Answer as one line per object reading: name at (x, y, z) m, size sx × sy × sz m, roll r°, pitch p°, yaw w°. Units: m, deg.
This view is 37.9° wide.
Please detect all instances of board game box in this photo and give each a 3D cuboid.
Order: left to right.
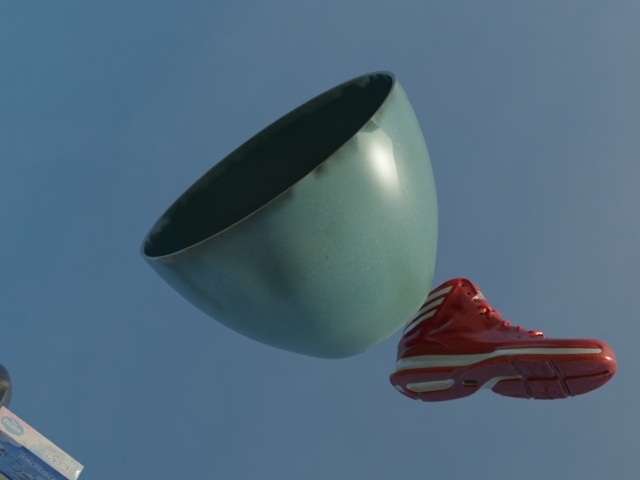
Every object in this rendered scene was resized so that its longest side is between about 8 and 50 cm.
board game box at (-0.265, 0.184, 0.811) m, size 0.090 × 0.090 × 0.020 m, roll -25°, pitch -151°, yaw 44°

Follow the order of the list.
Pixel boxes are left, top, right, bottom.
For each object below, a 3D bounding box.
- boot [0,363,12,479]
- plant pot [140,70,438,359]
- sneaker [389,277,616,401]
boot at (-0.307, 0.258, 0.989) m, size 0.118 × 0.222 × 0.338 m, roll -82°, pitch -161°, yaw -45°
plant pot at (0.000, 0.000, 0.905) m, size 0.290 × 0.195 × 0.290 m, roll -32°, pitch -162°, yaw 11°
sneaker at (0.178, 0.085, 0.923) m, size 0.221 × 0.087 × 0.128 m, roll -5°, pitch -128°, yaw 23°
